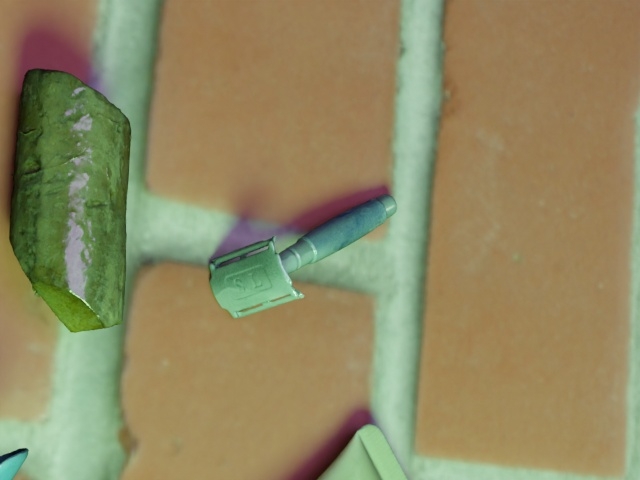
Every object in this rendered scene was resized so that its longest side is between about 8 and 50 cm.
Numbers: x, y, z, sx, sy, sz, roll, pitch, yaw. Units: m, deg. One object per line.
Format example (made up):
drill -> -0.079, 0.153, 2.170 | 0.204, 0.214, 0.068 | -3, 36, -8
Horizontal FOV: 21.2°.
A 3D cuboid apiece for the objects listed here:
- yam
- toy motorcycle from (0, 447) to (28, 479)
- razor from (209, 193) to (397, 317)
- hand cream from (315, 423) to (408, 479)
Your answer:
yam -> -0.142, -0.020, 0.958 | 0.070, 0.070, 0.146 | 8, 77, -28
toy motorcycle -> -0.244, 0.071, 0.853 | 0.182, 0.123, 0.272 | -8, 84, -20
razor -> 0.000, 0.000, 1.047 | 0.135, 0.068, 0.040 | -30, 98, -42
hand cream -> -0.033, 0.241, 0.963 | 0.306, 0.093, 0.147 | -35, 99, -39
